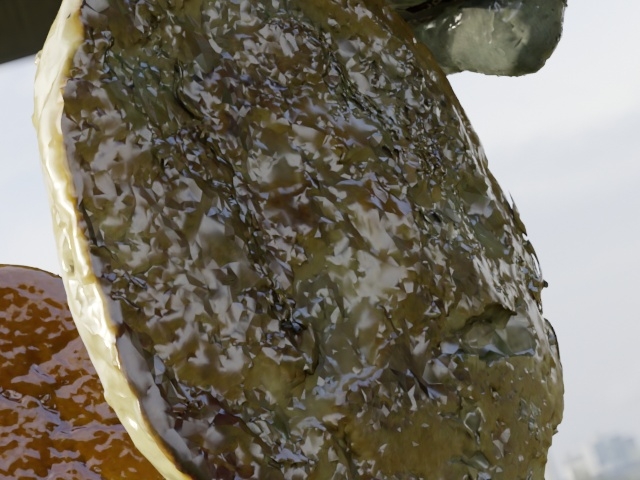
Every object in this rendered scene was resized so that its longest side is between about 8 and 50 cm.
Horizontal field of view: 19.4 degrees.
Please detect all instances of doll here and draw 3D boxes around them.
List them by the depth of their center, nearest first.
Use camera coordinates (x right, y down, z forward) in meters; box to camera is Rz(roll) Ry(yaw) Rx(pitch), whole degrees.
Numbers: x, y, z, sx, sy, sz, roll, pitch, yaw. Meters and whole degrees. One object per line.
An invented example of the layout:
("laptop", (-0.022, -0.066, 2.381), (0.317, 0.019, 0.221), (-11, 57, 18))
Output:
("doll", (0.072, -0.158, 1.151), (0.246, 0.158, 0.340), (-34, -1, 18))

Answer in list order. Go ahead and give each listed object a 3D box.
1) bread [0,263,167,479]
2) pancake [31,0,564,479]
("bread", (-0.224, 0.180, 1.464), (0.236, 0.388, 0.183), (-24, -40, -22))
("pancake", (0.001, -0.001, 0.910), (0.356, 0.356, 0.065), (-7, -19, -47))
